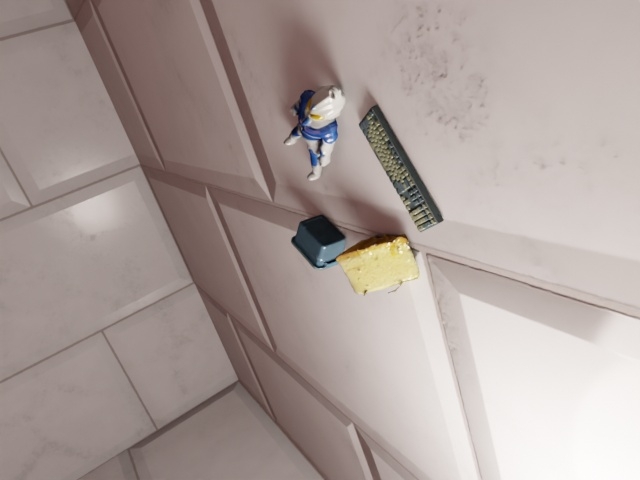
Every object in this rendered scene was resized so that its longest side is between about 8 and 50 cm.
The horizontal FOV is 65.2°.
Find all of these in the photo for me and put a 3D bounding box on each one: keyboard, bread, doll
[{"bbox_3d":[0.105,-0.094,0.672,0.176,0.014,0.055,61,160,3],"label":"keyboard"},{"bbox_3d":[0.092,0.041,0.764,0.084,0.080,0.109,63,159,-10],"label":"bread"},{"bbox_3d":[-0.012,-0.178,0.769,0.114,0.057,0.227,62,159,9],"label":"doll"}]

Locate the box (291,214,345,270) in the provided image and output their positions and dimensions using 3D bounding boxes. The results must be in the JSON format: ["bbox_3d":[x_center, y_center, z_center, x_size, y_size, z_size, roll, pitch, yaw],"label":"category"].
[{"bbox_3d":[0.000,0.000,0.928,0.099,0.074,0.054,46,139,32],"label":"box"}]
